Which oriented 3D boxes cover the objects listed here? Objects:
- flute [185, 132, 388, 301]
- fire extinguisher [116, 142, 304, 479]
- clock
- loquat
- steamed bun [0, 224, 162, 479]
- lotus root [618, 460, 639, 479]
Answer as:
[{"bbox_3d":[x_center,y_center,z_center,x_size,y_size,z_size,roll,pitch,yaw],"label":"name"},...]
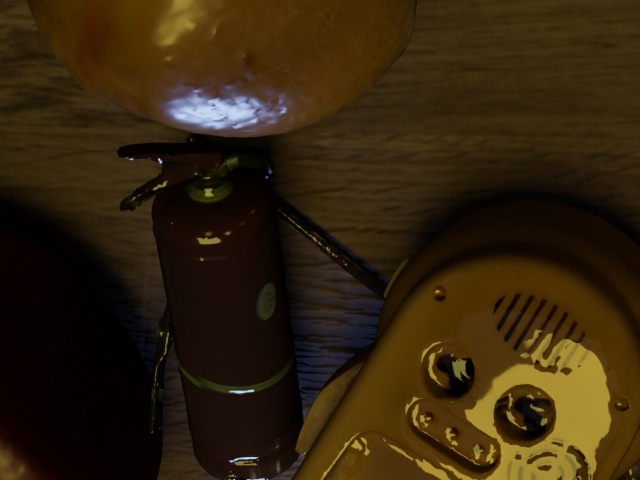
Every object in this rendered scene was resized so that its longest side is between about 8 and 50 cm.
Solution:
[{"bbox_3d":[0.000,0.000,1.375,0.269,0.014,0.014,39,125,-16],"label":"flute"},{"bbox_3d":[-0.086,0.048,1.351,0.141,0.105,0.341,-24,135,-18],"label":"fire extinguisher"},{"bbox_3d":[0.131,0.129,1.312,0.244,0.200,0.317,31,113,4],"label":"clock"},{"bbox_3d":[-0.055,-0.210,1.063,0.276,0.276,0.284,18,139,-1],"label":"loquat"},{"bbox_3d":[-0.274,0.146,1.402,0.248,0.235,0.379,-19,120,31],"label":"steamed bun"},{"bbox_3d":[0.265,0.284,1.444,0.169,0.151,0.343,11,127,6],"label":"lotus root"}]
